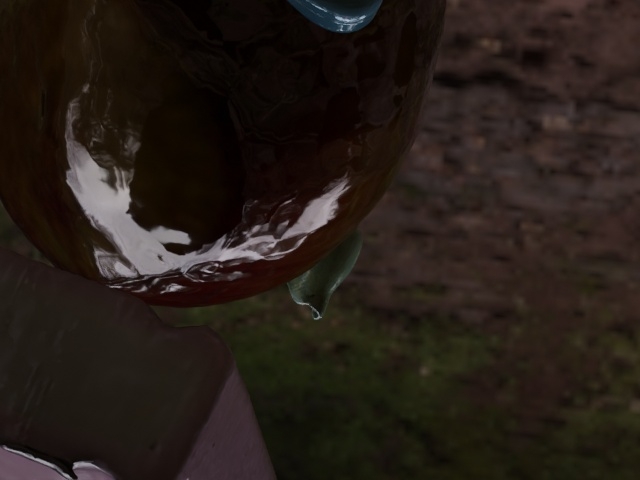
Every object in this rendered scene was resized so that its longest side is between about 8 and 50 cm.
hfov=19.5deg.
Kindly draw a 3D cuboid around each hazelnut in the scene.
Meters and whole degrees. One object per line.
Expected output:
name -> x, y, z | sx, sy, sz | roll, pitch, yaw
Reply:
hazelnut -> -0.088, -0.130, 1.537 | 0.402, 0.429, 0.402 | 17, -132, -19

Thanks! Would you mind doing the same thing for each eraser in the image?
eraser -> -0.164, 0.144, 1.208 | 0.272, 0.122, 0.359 | 20, 154, 18

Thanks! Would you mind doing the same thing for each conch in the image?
conch -> 0.003, -0.001, 2.084 | 0.088, 0.180, 0.065 | 18, 163, -1

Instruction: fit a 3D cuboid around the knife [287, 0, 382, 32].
knife -> -0.068, -0.201, 1.094 | 0.244, 0.058, 0.032 | 34, 154, 4
